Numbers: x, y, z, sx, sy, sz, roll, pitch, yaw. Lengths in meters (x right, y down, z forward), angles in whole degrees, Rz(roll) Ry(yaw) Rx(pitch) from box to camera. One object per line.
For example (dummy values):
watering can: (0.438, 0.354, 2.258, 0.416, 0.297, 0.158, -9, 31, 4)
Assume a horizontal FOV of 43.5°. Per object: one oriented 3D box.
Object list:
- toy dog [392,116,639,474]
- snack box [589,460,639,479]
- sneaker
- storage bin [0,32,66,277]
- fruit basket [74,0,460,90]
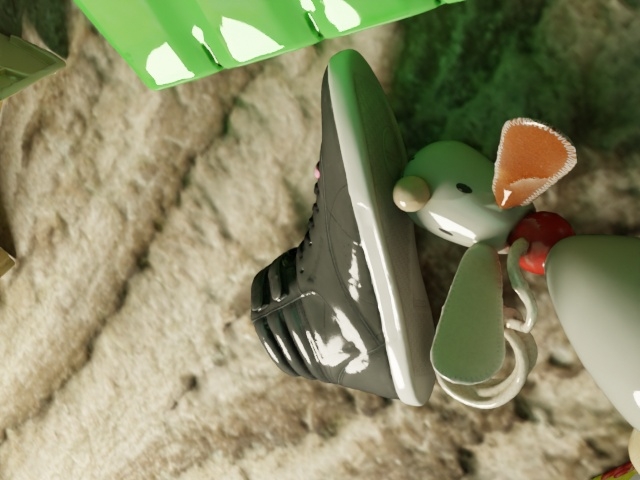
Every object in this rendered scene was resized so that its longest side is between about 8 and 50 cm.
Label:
toy dog: (0.149, 0.037, 0.489, 0.334, 0.161, 0.220, 10, 100, 48)
snack box: (0.262, 0.196, 0.538, 0.070, 0.174, 0.207, 51, 124, 4)
sneaker: (0.000, 0.000, 0.656, 0.147, 0.104, 0.295, -3, 110, 25)
storage bin: (-0.375, -0.050, 0.765, 0.123, 0.260, 0.262, 26, 120, 0)
fruit basket: (-0.042, -0.302, 0.466, 0.392, 0.283, 0.391, 13, 127, 18)
